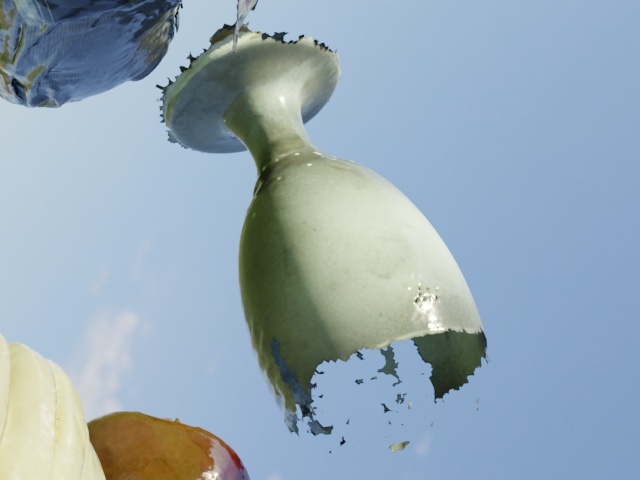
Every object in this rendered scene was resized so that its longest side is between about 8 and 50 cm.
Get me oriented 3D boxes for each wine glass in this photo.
[{"bbox_3d":[-0.001,-0.004,1.287,0.190,0.190,0.357,-43,-121,33],"label":"wine glass"}]

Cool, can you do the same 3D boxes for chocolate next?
[{"bbox_3d":[-0.116,0.176,1.043,0.133,0.124,0.127,-24,-145,22],"label":"chocolate"}]

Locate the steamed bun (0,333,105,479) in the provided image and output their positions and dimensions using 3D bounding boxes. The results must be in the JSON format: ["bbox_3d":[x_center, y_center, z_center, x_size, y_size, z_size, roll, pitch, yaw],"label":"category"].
[{"bbox_3d":[-0.227,0.117,0.717,0.276,0.289,0.203,-120,-131,-62],"label":"steamed bun"}]

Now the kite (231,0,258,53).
[{"bbox_3d":[-0.009,-0.208,0.878,0.229,0.012,0.250,-62,179,29],"label":"kite"}]

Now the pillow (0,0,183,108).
[{"bbox_3d":[-0.155,-0.167,1.046,0.161,0.092,0.335,-26,175,-17],"label":"pillow"}]
